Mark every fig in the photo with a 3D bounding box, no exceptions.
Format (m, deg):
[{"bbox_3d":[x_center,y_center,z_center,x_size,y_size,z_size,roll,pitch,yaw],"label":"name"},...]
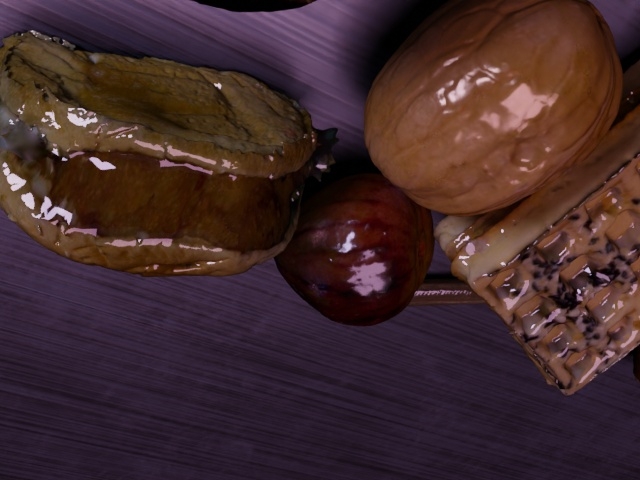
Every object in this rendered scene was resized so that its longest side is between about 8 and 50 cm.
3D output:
[{"bbox_3d":[0.021,0.016,0.825,0.202,0.149,0.148,-23,115,-4],"label":"fig"}]

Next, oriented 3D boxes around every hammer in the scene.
[{"bbox_3d":[0.203,0.061,0.991,0.366,0.043,0.111,0,132,-11],"label":"hammer"}]

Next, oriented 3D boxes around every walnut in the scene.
[{"bbox_3d":[0.146,-0.119,0.721,0.226,0.193,0.193,-38,128,18],"label":"walnut"}]

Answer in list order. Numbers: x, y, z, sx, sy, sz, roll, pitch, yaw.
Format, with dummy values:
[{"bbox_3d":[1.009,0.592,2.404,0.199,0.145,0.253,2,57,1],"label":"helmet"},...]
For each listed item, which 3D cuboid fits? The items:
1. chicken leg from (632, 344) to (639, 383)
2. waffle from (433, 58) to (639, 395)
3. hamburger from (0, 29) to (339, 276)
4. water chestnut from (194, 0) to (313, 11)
[{"bbox_3d":[0.454,0.083,1.022,0.093,0.113,0.304,15,131,3],"label":"chicken leg"},{"bbox_3d":[0.323,-0.034,0.843,0.376,0.114,0.261,-39,130,8],"label":"waffle"},{"bbox_3d":[-0.134,-0.060,0.688,0.309,0.211,0.132,10,122,-20],"label":"hamburger"},{"bbox_3d":[-0.043,-0.288,0.502,0.300,0.300,0.300,-7,132,-8],"label":"water chestnut"}]
